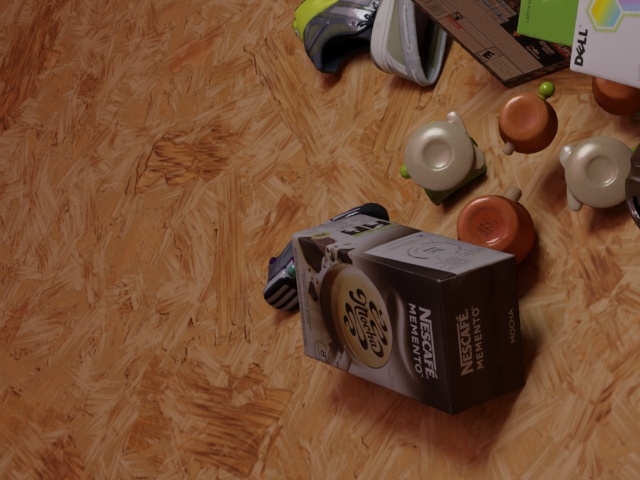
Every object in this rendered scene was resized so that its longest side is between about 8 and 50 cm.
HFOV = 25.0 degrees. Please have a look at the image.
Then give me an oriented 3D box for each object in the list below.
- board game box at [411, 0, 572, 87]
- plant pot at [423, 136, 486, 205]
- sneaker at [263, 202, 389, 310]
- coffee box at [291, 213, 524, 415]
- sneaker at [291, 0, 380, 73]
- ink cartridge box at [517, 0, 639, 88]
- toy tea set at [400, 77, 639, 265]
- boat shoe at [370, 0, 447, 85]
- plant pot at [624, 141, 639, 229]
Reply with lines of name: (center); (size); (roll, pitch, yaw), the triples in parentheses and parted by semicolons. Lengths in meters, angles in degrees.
board game box: (0.293, -0.350, 1.836); (0.291, 0.232, 0.141); (-17, 50, 40)
plant pot: (0.174, -0.099, 1.913); (0.079, 0.083, 0.083); (-24, 45, 19)
sneaker: (0.000, 0.000, 2.022); (0.223, 0.083, 0.098); (-38, 34, 23)
coffee box: (0.100, 0.082, 1.746); (0.297, 0.119, 0.168); (16, 117, 53)
sneaker: (0.089, -0.359, 2.203); (0.300, 0.111, 0.121); (-36, 52, 30)
ink cartridge box: (0.313, -0.283, 1.604); (0.255, 0.097, 0.189); (21, 117, 36)
toy tea set: (0.276, -0.096, 1.763); (0.336, 0.124, 0.200); (-24, 78, 10)
boat shoe: (0.155, -0.383, 2.056); (0.103, 0.118, 0.320); (30, 113, 43)
plant pot: (0.412, -0.052, 1.479); (0.167, 0.165, 0.167); (-14, 72, 51)
